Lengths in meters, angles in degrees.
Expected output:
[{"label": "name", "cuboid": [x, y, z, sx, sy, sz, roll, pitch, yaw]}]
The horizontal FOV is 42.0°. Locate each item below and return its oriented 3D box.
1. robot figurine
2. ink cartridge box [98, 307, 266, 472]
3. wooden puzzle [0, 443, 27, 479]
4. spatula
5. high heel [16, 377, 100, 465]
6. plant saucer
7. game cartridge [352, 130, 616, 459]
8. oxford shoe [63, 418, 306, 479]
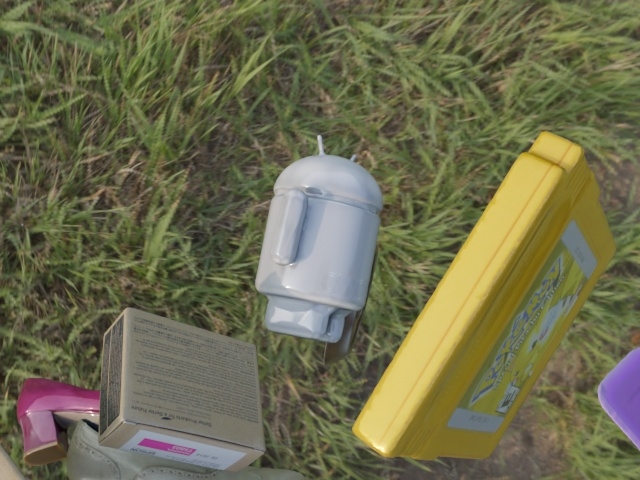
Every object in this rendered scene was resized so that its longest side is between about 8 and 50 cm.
[{"label": "robot figurine", "cuboid": [0.000, 0.000, 1.488, 0.199, 0.300, 0.353, 8, 83, 22]}, {"label": "ink cartridge box", "cuboid": [-0.206, 0.226, 1.247, 0.234, 0.088, 0.193, 22, 42, -31]}, {"label": "wooden puzzle", "cuboid": [-0.506, 0.384, 1.051, 0.322, 0.348, 0.080, -53, 137, -11]}, {"label": "spatula", "cuboid": [0.295, 0.209, 0.592, 0.084, 0.030, 0.296, -34, 96, -33]}, {"label": "high heel", "cuboid": [-0.385, 0.285, 1.571, 0.377, 0.181, 0.127, -13, 140, -9]}, {"label": "plant saucer", "cuboid": [0.071, 0.122, 1.777, 0.050, 0.310, 0.311, 14, 86, 8]}, {"label": "game cartridge", "cuboid": [0.173, 0.075, 0.770, 0.052, 0.323, 0.285, 32, 91, 26]}, {"label": "oxford shoe", "cuboid": [-0.205, 0.360, 1.318, 0.397, 0.140, 0.147, 6, 86, -9]}]
